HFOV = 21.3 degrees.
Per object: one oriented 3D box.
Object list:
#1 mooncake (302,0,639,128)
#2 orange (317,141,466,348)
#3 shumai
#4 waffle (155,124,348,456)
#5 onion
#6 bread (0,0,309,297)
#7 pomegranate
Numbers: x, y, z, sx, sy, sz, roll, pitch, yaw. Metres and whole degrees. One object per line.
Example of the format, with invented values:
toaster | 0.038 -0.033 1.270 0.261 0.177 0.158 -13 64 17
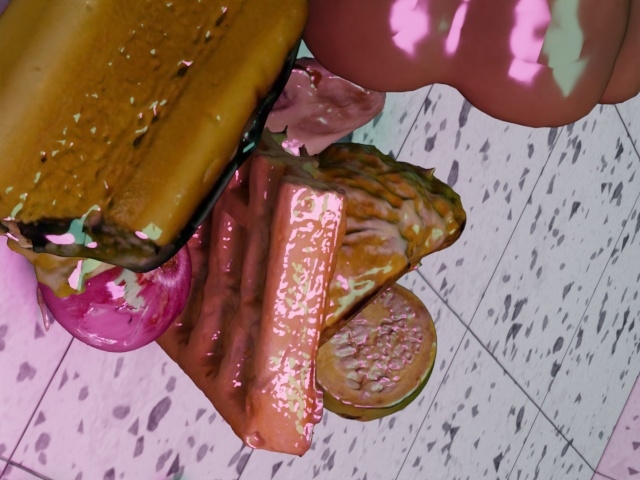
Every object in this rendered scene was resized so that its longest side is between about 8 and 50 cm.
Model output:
mooncake | 0.147 -0.305 1.794 0.467 0.467 0.262 -26 134 -53
orange | 0.000 0.000 1.951 0.368 0.271 0.210 -34 98 -50
shumai | -0.032 -0.136 1.853 0.201 0.201 0.120 17 83 -63
waffle | -0.089 0.021 1.728 0.077 0.348 0.304 -1 113 -29
onion | -0.209 0.022 1.689 0.177 0.153 0.177 -42 140 -50
bread | -0.181 -0.139 1.544 0.376 0.251 0.208 -61 -163 -17
pomegranate | 0.034 0.121 2.213 0.190 0.241 0.159 -34 178 -16
